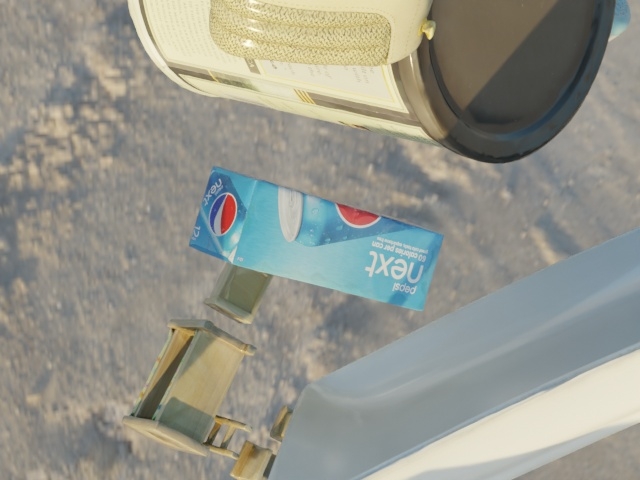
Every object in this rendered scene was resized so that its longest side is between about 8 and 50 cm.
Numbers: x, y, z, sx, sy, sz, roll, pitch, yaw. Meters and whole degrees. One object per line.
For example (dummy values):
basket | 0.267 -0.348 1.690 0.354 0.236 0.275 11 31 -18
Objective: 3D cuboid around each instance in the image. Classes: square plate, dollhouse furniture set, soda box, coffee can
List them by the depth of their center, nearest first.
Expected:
square plate | 0.139 0.066 0.921 0.344 0.347 0.049 -26 94 6
coffee can | 0.029 -0.175 1.054 0.275 0.201 0.201 17 56 43
soda box | 0.000 0.000 1.295 0.210 0.067 0.071 15 92 -39
dollhouse furniture set | -0.070 0.128 1.483 0.161 0.101 0.182 32 74 -22

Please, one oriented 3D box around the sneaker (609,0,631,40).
sneaker | 0.118 -0.175 1.417 0.319 0.208 0.127 2 57 -42

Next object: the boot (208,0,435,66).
boot | 0.066 -0.191 0.774 0.262 0.203 0.095 -18 54 -17
